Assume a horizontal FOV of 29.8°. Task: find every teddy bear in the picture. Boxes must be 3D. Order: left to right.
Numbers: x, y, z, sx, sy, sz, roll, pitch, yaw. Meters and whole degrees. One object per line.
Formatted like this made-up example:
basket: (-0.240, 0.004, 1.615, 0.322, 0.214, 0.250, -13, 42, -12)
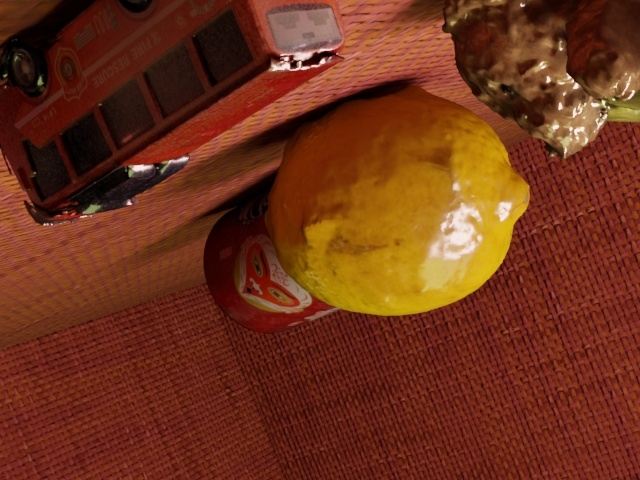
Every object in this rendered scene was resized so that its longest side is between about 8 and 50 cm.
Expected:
teddy bear: (0.241, -0.105, 0.864, 0.222, 0.296, 0.246, -39, 164, 26)

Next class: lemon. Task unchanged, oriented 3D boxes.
lemon: (0.076, -0.036, 1.246, 0.288, 0.233, 0.233, -8, -177, 25)

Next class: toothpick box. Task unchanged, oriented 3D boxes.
toothpick box: (0.000, 0.000, 1.665, 0.204, 0.204, 0.333, -20, 177, -35)

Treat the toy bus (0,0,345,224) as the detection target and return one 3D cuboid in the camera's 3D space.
toy bus: (-0.087, -0.081, 0.594, 0.073, 0.096, 0.235, -16, 172, -43)
